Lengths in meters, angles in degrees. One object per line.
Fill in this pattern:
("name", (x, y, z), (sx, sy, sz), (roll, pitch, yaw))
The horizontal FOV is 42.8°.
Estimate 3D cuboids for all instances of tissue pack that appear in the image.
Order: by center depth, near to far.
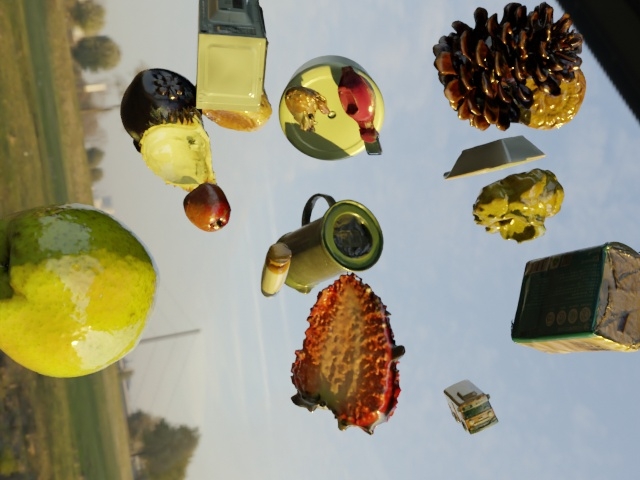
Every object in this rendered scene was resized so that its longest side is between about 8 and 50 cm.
("tissue pack", (0.518, 0.124, 1.621), (0.271, 0.134, 0.192), (157, -51, -69))

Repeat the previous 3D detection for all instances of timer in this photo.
("timer", (0.026, -0.423, 2.349), (0.315, 0.291, 0.290), (-94, -176, -57))

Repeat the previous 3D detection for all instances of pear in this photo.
("pear", (-0.530, 0.090, 1.686), (0.391, 0.391, 0.391), (171, -90, -74))

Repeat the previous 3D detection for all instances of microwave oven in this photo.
("microwave oven", (-0.162, -0.343, 1.474), (0.208, 0.123, 0.162), (-102, -163, -54))

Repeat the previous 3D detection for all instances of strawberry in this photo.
("strawberry", (0.079, 0.219, 1.640), (0.233, 0.138, 0.306), (23, -79, 25))

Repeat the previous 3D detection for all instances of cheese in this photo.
("cheese", (0.107, -0.336, 2.118), (0.155, 0.062, 0.244), (9, -57, 62))

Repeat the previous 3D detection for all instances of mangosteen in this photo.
("mangosteen", (-0.425, -0.340, 2.179), (0.243, 0.243, 0.242), (171, -90, -74))

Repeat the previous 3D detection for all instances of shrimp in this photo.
("shrimp", (-0.026, -0.313, 2.094), (0.066, 0.117, 0.262), (-61, 160, -10))

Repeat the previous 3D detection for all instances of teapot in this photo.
("teapot", (0.000, 0.000, 2.335), (0.337, 0.200, 0.270), (-26, -112, 55))

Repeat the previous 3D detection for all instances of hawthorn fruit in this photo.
("hawthorn fruit", (-0.173, -0.050, 1.264), (0.077, 0.077, 0.077), (171, -90, -74))

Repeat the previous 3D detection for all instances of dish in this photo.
("dish", (0.393, -0.195, 1.931), (0.234, 0.154, 0.064), (-14, -91, 49))

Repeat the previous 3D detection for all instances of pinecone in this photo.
("pinecone", (0.365, -0.335, 1.557), (0.292, 0.246, 0.246), (-10, -91, 50))

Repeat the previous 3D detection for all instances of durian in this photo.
("durian", (-0.259, -0.172, 1.548), (0.139, 0.144, 0.252), (42, -32, 27))

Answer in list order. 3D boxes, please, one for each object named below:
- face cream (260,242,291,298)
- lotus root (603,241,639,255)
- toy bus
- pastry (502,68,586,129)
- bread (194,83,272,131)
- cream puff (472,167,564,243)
("face cream", (-0.094, 0.064, 1.669), (0.182, 0.051, 0.072), (109, -17, -62))
("lotus root", (0.791, 0.151, 2.044), (0.158, 0.140, 0.322), (-46, -116, 36))
("toy bus", (0.395, 0.436, 2.160), (0.182, 0.091, 0.103), (-147, -146, -84))
("pastry", (0.645, -0.440, 2.389), (0.240, 0.235, 0.132), (-57, -178, 24))
("bread", (-0.250, -0.402, 2.316), (0.244, 0.245, 0.134), (169, -65, -74))
("cream puff", (0.558, -0.086, 2.296), (0.282, 0.282, 0.185), (139, -67, -72))
